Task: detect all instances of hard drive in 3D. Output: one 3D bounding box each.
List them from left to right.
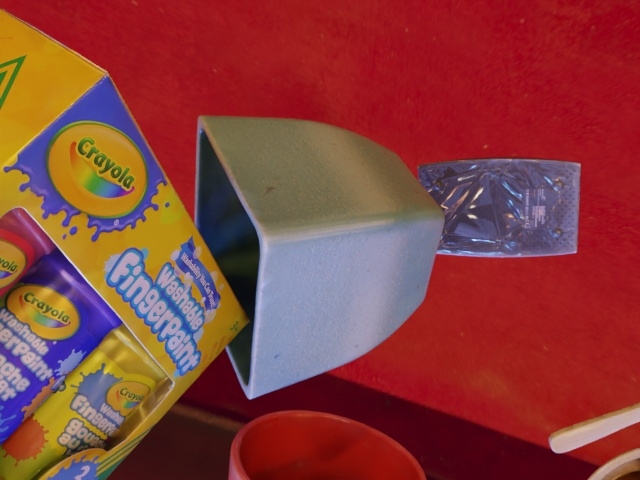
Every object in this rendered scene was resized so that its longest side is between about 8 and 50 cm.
[{"bbox_3d":[0.291,-0.059,1.371,0.255,0.054,0.172,0,113,13],"label":"hard drive"}]

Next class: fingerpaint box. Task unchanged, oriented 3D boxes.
[{"bbox_3d":[-0.292,0.078,0.804,0.163,0.445,0.371,32,69,27],"label":"fingerpaint box"}]

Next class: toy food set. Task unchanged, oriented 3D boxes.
[{"bbox_3d":[0.251,0.205,0.614,0.132,0.038,0.192,-23,109,5],"label":"toy food set"}]

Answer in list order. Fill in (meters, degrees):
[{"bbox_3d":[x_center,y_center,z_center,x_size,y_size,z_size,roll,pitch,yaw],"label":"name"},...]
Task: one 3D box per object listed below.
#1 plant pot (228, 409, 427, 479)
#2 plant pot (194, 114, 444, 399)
[{"bbox_3d":[-0.011,0.407,1.149,0.275,0.275,0.243,15,107,4],"label":"plant pot"},{"bbox_3d":[0.000,0.000,1.016,0.252,0.247,0.247,-9,131,-22],"label":"plant pot"}]
